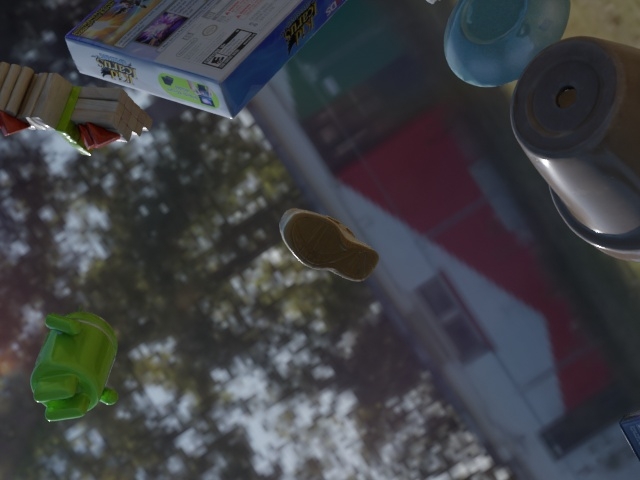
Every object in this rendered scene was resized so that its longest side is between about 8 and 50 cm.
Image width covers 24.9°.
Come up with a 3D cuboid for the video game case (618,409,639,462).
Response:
[{"bbox_3d":[0.463,0.228,1.465,0.026,0.274,0.196,-37,-81,-50],"label":"video game case"}]

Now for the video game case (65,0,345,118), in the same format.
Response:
[{"bbox_3d":[-0.123,-0.272,1.713,0.244,0.269,0.061,20,144,32],"label":"video game case"}]

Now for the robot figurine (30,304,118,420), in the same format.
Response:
[{"bbox_3d":[-0.226,0.112,1.334,0.115,0.067,0.101,-78,-30,-52],"label":"robot figurine"}]

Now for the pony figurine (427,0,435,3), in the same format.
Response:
[{"bbox_3d":[0.265,-0.532,2.387,0.363,0.303,0.351,27,-173,30],"label":"pony figurine"}]

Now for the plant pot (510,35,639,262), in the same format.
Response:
[{"bbox_3d":[0.343,-0.131,1.690,0.229,0.263,0.263,26,-155,-45],"label":"plant pot"}]

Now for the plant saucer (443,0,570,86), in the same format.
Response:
[{"bbox_3d":[0.243,-0.303,1.970,0.037,0.195,0.195,34,-161,-47],"label":"plant saucer"}]

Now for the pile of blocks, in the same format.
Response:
[{"bbox_3d":[-0.462,-0.203,2.352,0.362,0.113,0.149,16,161,6],"label":"pile of blocks"}]

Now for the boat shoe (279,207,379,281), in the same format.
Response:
[{"bbox_3d":[0.000,0.000,1.739,0.059,0.063,0.170,40,-175,42],"label":"boat shoe"}]
